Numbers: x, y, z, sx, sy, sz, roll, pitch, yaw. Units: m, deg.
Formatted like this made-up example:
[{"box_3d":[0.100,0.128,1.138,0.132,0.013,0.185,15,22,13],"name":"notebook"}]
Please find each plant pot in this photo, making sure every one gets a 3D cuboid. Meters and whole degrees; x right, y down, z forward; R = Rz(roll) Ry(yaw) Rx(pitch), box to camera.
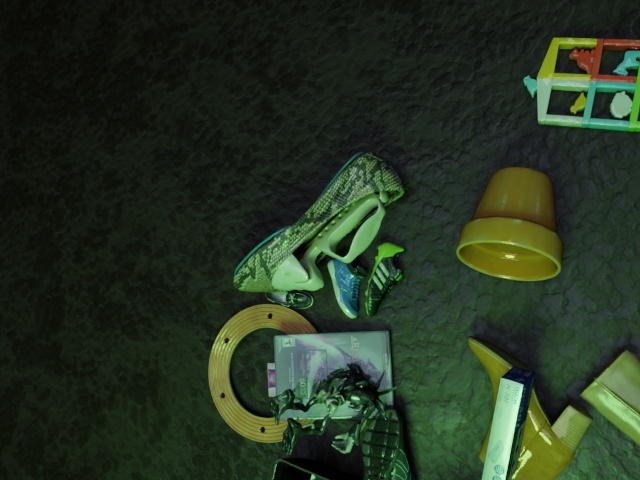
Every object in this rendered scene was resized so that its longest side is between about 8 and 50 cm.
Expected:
[{"box_3d":[-0.002,0.588,1.241,0.187,0.167,0.188,13,86,24],"name":"plant pot"},{"box_3d":[0.402,-0.040,1.165,0.205,0.205,0.188,9,70,23],"name":"plant pot"}]

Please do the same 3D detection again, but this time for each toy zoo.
[{"box_3d":[0.590,-0.337,1.210,0.293,0.030,0.193,11,86,23],"name":"toy zoo"}]

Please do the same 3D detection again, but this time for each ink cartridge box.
[{"box_3d":[0.356,0.353,1.067,0.046,0.097,0.207,12,98,32],"name":"ink cartridge box"}]

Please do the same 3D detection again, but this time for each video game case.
[{"box_3d":[0.030,0.314,1.310,0.274,0.026,0.196,-4,81,8],"name":"video game case"}]

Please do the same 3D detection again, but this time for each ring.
[{"box_3d":[-0.130,0.328,1.404,0.336,0.032,0.337,-4,80,22],"name":"ring"}]

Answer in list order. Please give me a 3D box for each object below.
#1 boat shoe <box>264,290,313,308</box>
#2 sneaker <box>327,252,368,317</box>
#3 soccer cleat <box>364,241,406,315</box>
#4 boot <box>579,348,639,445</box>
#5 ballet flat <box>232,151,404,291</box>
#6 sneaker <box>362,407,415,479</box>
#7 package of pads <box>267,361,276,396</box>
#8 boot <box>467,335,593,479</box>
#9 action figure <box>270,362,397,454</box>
[{"box_3d":[-0.080,0.142,1.406,0.125,0.038,0.046,12,87,23],"name":"boat shoe"},{"box_3d":[0.078,0.102,1.337,0.084,0.058,0.152,-28,66,25],"name":"sneaker"},{"box_3d":[0.150,0.093,1.311,0.072,0.060,0.179,13,84,22],"name":"soccer cleat"},{"box_3d":[0.612,0.385,1.072,0.236,0.089,0.269,-46,68,2],"name":"boot"},{"box_3d":[0.000,0.000,1.321,0.482,0.164,0.182,-42,61,7],"name":"ballet flat"},{"box_3d":[0.153,0.505,1.230,0.101,0.106,0.268,-9,69,47],"name":"sneaker"},{"box_3d":[-0.101,0.335,1.357,0.050,0.032,0.083,-6,81,17],"name":"package of pads"},{"box_3d":[0.377,0.359,1.159,0.295,0.104,0.211,38,104,28],"name":"boot"},{"box_3d":[0.029,0.362,1.221,0.164,0.275,0.141,56,139,38],"name":"action figure"}]
